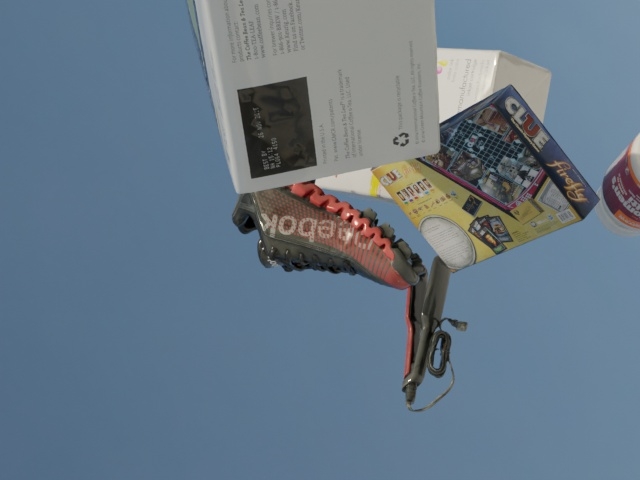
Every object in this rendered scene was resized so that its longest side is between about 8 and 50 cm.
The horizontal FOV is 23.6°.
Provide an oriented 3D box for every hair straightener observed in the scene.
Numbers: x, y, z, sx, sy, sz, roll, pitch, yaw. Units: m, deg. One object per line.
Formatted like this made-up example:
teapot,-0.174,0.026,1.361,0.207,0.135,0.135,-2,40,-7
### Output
hair straightener,0.150,0.123,2.054,0.047,0.089,0.230,40,-129,-40

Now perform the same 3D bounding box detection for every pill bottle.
pill bottle,0.483,-0.084,2.255,0.121,0.221,0.121,2,-108,-7

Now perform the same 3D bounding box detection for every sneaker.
sneaker,0.000,0.000,1.911,0.135,0.276,0.097,-54,-24,-5

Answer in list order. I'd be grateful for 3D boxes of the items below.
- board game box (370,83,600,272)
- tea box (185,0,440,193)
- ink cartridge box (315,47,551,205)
board game box,0.182,-0.065,1.749,0.165,0.243,0.042,51,-124,-9
tea box,-0.028,-0.283,1.528,0.323,0.220,0.329,-109,9,-45
ink cartridge box,0.118,-0.148,2.036,0.119,0.353,0.207,11,-91,-44
